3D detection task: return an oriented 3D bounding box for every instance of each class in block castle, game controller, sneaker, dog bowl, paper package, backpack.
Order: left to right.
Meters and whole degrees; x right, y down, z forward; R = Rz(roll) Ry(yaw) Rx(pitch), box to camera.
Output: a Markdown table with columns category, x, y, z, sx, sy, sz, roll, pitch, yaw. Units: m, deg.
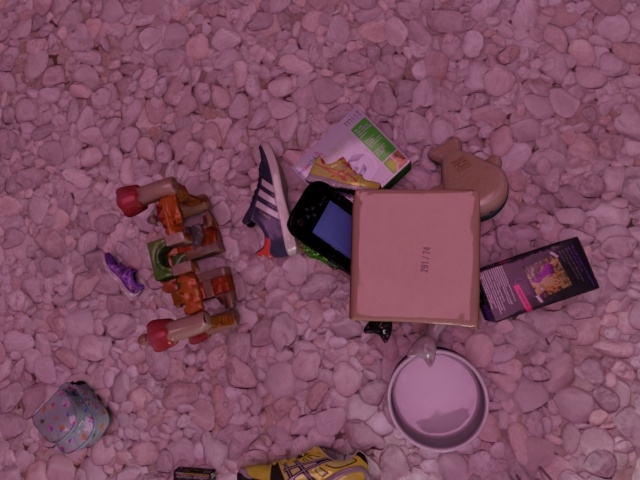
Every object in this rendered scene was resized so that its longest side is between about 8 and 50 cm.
| category | x | y | z | sx | sy | sz | roll | pitch | yaw |
| --- | --- | --- | --- | --- | --- | --- | --- | --- | --- |
| backpack | -0.748 | 0.540 | 1.508 | 0.188 | 0.144 | 0.166 | 43 | 87 | 8 |
| sneaker | -0.624 | 0.101 | 1.581 | 0.071 | 0.068 | 0.170 | -40 | 88 | -12 |
| block castle | -0.413 | 0.071 | 1.417 | 0.213 | 0.303 | 0.453 | -18 | 80 | 8 |
| sneaker | -0.169 | -0.116 | 1.482 | 0.148 | 0.131 | 0.350 | -13 | 82 | 5 |
| sneaker | -0.043 | 0.659 | 1.397 | 0.385 | 0.145 | 0.147 | 1 | 53 | 12 |
| game controller | 0.061 | -0.019 | 1.339 | 0.319 | 0.067 | 0.166 | 35 | 86 | -25 |
| sneaker | 0.066 | -0.178 | 1.349 | 0.208 | 0.081 | 0.094 | 14 | 86 | 11 |
| paper package | 0.232 | 0.042 | 1.238 | 0.309 | 0.168 | 0.325 | 2 | 88 | 10 |
| dog bowl | 0.315 | 0.424 | 1.356 | 0.265 | 0.104 | 0.265 | -1 | 84 | 10 |

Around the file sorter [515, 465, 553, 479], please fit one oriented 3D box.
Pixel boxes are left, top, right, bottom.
| category | x | y | z | sx | sy | sz | roll | pitch | yaw |
| --- | --- | --- | --- | --- | --- | --- | --- | --- | --- |
| file sorter | 0.476 | 0.712 | 1.256 | 0.278 | 0.193 | 0.173 | -21 | 79 | 7 |

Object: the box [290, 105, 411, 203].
| category | x | y | z | sx | sy | sz | roll | pitch | yaw |
| --- | --- | --- | --- | --- | --- | --- | --- | --- | --- |
| box | 0.092 | -0.209 | 1.452 | 0.262 | 0.127 | 0.231 | -42 | 81 | 5 |

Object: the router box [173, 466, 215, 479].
| category | x | y | z | sx | sy | sz | roll | pitch | yaw |
| --- | --- | --- | --- | --- | --- | --- | --- | --- | --- |
| router box | -0.373 | 0.725 | 1.475 | 0.122 | 0.038 | 0.092 | 0 | 85 | 9 |

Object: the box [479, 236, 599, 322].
| category | x | y | z | sx | sy | sz | roll | pitch | yaw |
| --- | --- | --- | --- | --- | --- | --- | --- | --- | --- |
| box | 0.549 | 0.105 | 1.318 | 0.270 | 0.165 | 0.143 | -20 | 81 | 7 |

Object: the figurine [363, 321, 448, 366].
| category | x | y | z | sx | sy | sz | roll | pitch | yaw |
| --- | --- | --- | --- | --- | --- | --- | --- | --- | --- |
| figurine | 0.253 | 0.211 | 1.346 | 0.215 | 0.092 | 0.209 | 27 | 64 | 22 |

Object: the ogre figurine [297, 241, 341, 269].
| category | x | y | z | sx | sy | sz | roll | pitch | yaw |
| --- | --- | --- | --- | --- | --- | --- | --- | --- | --- |
| ogre figurine | 0.000 | 0.000 | 1.442 | 0.118 | 0.197 | 0.097 | 4 | 60 | 27 |

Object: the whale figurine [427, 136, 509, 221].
| category | x | y | z | sx | sy | sz | roll | pitch | yaw |
| --- | --- | --- | --- | --- | --- | --- | --- | --- | --- |
| whale figurine | 0.409 | -0.167 | 1.406 | 0.216 | 0.141 | 0.272 | -30 | 56 | 5 |
